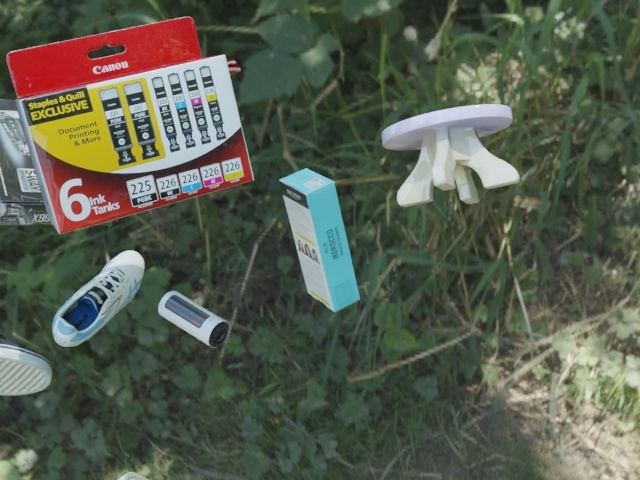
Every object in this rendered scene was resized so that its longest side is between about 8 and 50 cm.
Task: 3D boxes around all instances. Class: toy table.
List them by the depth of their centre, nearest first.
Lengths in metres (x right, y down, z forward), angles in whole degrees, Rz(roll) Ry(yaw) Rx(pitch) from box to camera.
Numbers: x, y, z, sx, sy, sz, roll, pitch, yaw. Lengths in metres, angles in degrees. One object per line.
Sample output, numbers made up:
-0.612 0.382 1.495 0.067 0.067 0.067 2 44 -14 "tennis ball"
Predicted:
0.269 -0.170 1.766 0.274 0.252 0.160 -14 77 35 "toy table"

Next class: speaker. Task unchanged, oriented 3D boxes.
-0.232 0.144 1.566 0.136 0.055 0.055 27 65 31 "speaker"

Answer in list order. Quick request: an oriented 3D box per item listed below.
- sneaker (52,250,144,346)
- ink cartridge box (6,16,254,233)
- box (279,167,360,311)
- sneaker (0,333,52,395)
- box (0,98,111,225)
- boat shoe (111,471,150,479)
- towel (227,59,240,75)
-0.406 0.103 1.598 0.085 0.086 0.237 41 54 -5 "sneaker"
-0.291 -0.186 1.307 0.310 0.271 0.130 -18 15 -20 "ink cartridge box"
0.000 0.000 1.535 0.060 0.244 0.100 -25 30 -22 "box"
-0.652 0.198 1.577 0.321 0.126 0.127 8 40 -8 "sneaker"
-0.588 -0.166 1.809 0.243 0.076 0.307 0 50 -34 "box"
-0.200 0.381 1.069 0.079 0.254 0.095 -27 44 10 "boat shoe"
-0.319 -0.309 1.669 0.275 0.199 0.031 -11 94 32 "towel"
